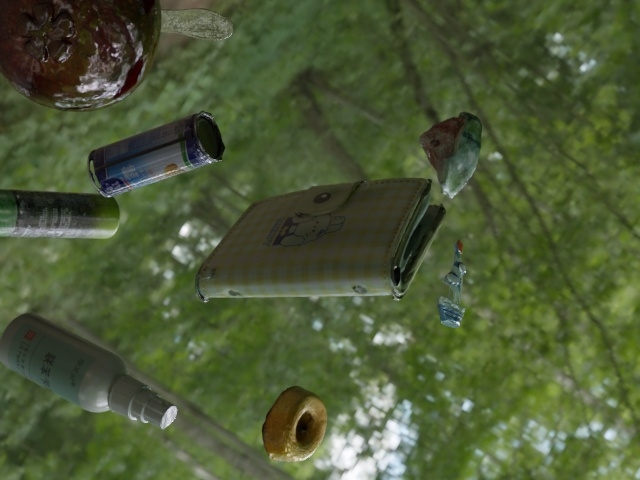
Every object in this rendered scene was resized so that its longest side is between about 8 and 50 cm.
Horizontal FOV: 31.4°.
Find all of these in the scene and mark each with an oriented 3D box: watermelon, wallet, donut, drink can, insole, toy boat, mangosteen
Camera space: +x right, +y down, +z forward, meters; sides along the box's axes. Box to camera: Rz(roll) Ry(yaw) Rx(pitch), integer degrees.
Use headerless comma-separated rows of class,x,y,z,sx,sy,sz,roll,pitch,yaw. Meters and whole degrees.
watermelon,0.268,-0.195,2.469,0.139,0.071,0.187,20,-87,30
wallet,0.000,0.000,1.593,0.309,0.077,0.223,-2,-138,30
donut,-0.045,0.359,2.201,0.058,0.152,0.152,7,-117,38
drink can,-0.294,-0.153,2.036,0.235,0.097,0.097,-17,-145,21
insole,-0.273,-0.444,2.325,0.010,0.192,0.063,-72,167,-74
toy boat,0.226,0.082,1.934,0.034,0.105,0.149,-3,-129,24
mangosteen,-0.290,-0.269,1.372,0.215,0.215,0.257,-53,-172,17

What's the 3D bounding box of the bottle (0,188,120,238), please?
bottle,-0.547,-0.051,2.198,0.093,0.330,0.093,-1,-91,44

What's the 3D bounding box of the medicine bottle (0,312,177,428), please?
medicine bottle,-0.405,0.240,2.008,0.110,0.352,0.110,-46,148,-39
